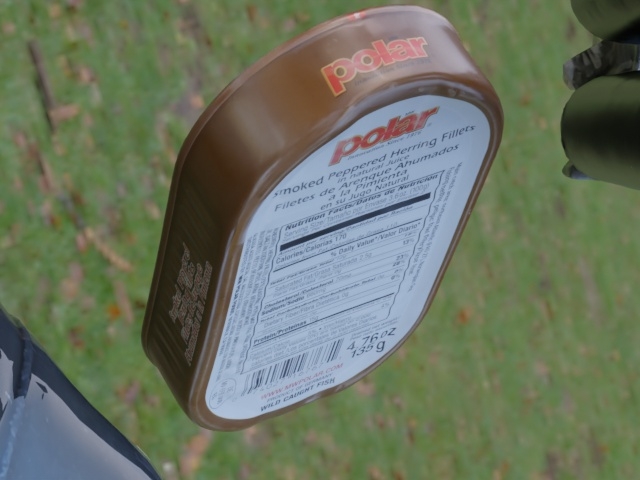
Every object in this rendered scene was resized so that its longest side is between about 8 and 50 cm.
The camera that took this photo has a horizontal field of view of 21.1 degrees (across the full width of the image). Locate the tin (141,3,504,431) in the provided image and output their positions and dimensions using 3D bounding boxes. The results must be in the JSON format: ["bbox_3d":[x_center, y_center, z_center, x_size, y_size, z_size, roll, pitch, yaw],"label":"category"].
[{"bbox_3d":[0.000,0.000,0.571,0.040,0.106,0.189,53,-30,25],"label":"tin"}]

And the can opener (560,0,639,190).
[{"bbox_3d":[0.114,-0.048,0.456,0.283,0.095,0.076,-76,169,-85],"label":"can opener"}]

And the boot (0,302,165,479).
[{"bbox_3d":[-0.242,0.065,0.375,0.367,0.146,0.445,-49,127,-24],"label":"boot"}]
